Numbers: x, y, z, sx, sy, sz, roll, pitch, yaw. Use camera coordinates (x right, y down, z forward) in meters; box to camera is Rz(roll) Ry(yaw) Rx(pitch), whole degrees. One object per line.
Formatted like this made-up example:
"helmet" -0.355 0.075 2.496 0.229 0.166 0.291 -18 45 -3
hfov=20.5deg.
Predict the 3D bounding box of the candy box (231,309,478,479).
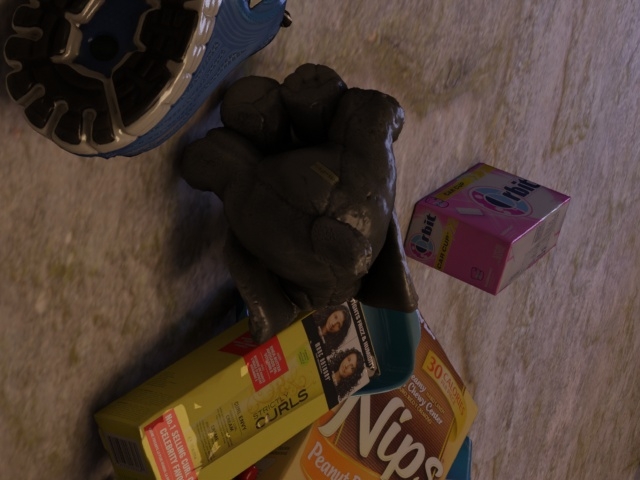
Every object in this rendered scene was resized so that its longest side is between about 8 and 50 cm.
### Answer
"candy box" 0.012 0.203 1.544 0.183 0.087 0.316 58 47 -31

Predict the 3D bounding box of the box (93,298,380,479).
"box" -0.059 0.116 1.343 0.232 0.058 0.087 -30 114 -37

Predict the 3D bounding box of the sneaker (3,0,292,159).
"sneaker" -0.065 -0.192 1.031 0.330 0.129 0.147 -58 171 -4

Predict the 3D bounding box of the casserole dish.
"casserole dish" 0.001 0.077 1.467 0.188 0.037 0.114 -4 81 -36

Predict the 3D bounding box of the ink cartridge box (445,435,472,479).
"ink cartridge box" 0.055 0.325 1.717 0.171 0.168 0.233 86 10 -54

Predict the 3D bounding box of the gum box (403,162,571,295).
"gum box" 0.176 -0.017 1.833 0.188 0.107 0.062 -31 141 -58

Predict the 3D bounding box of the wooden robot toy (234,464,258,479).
"wooden robot toy" -0.094 0.165 1.413 0.173 0.076 0.079 -58 148 -23

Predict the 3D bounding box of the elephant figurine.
"elephant figurine" 0.000 0.000 1.304 0.239 0.169 0.186 82 32 -50
